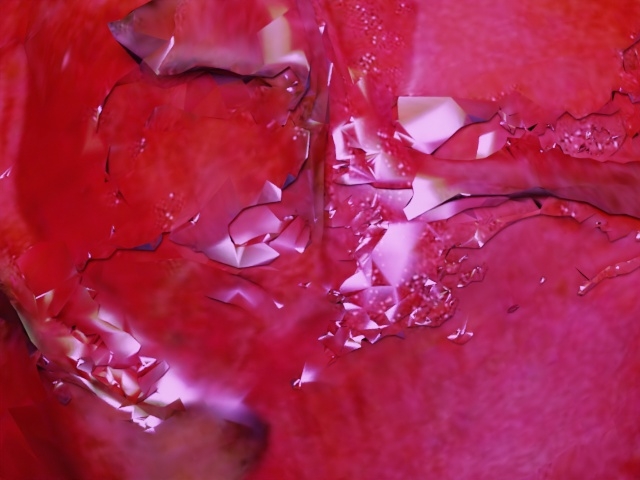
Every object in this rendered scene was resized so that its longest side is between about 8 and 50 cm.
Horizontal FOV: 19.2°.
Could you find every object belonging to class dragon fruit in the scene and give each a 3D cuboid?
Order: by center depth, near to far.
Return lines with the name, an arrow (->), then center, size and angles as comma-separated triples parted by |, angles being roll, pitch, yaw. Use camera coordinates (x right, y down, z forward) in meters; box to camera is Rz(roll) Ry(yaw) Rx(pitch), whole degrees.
dragon fruit -> 0.000, 0.000, 0.570 | 0.302, 0.295, 0.295 | -42, 66, -3
